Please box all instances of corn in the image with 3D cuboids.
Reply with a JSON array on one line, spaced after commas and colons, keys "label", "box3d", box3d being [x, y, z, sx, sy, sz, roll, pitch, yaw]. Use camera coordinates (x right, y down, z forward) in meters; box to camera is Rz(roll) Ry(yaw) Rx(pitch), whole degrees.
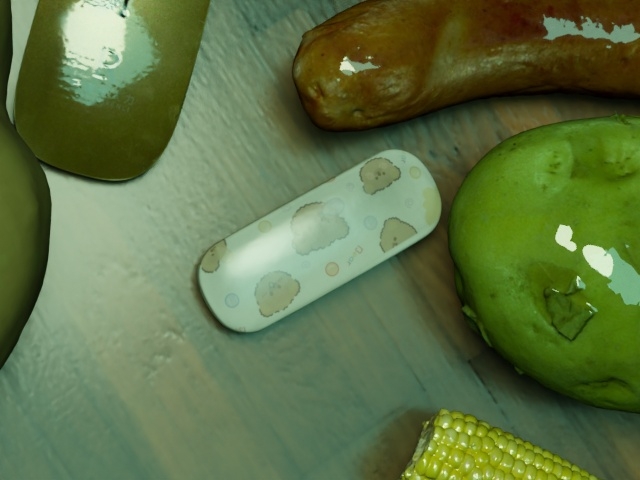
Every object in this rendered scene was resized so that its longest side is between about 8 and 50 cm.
[{"label": "corn", "box3d": [0.160, 0.185, 1.044, 0.248, 0.081, 0.081, 28, 81, -7]}]

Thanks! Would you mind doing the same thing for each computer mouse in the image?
[{"label": "computer mouse", "box3d": [-0.123, -0.137, 1.033, 0.102, 0.045, 0.199, 17, 83, -12]}]

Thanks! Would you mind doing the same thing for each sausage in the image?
[{"label": "sausage", "box3d": [0.127, -0.120, 1.056, 0.302, 0.103, 0.076, -3, 131, -11]}]

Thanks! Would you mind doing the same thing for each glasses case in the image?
[{"label": "glasses case", "box3d": [0.000, 0.000, 1.047, 0.164, 0.041, 0.063, -29, 91, -12]}]

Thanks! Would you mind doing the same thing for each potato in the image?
[{"label": "potato", "box3d": [0.201, 0.015, 1.035, 0.253, 0.148, 0.186, 24, 71, -3]}]

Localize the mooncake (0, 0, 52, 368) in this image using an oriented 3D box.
[{"label": "mooncake", "box3d": [-0.367, -0.034, 0.869, 0.467, 0.262, 0.467, 1, 85, -9]}]
